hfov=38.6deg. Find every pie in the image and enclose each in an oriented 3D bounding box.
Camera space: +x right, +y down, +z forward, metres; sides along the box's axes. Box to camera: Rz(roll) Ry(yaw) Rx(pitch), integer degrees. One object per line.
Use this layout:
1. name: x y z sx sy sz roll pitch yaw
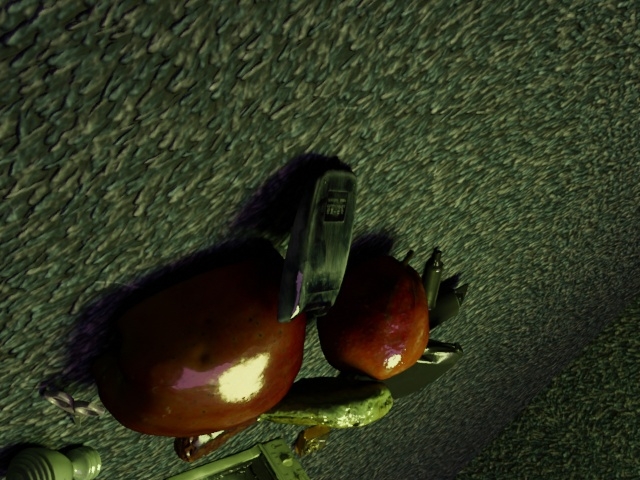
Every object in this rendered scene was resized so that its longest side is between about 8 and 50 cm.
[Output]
1. pie: 0.003 0.310 1.717 0.277 0.078 0.277 -6 -179 0

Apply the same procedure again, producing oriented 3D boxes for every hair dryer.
1. hair dryer: 0.266 0.099 2.033 0.196 0.078 0.248 -26 145 -26

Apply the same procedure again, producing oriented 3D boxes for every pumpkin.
1. pumpkin: -0.019 0.512 2.338 0.083 0.054 0.074 -14 140 -31

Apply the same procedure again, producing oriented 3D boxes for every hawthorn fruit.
1. hawthorn fruit: 0.111 0.133 1.755 0.224 0.224 0.260 -1 115 -50

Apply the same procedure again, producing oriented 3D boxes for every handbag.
1. handbag: 0.180 0.293 2.096 0.192 0.074 0.332 10 149 -18

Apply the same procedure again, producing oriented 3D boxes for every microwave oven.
1. microwave oven: -0.213 0.665 2.157 0.355 0.218 0.286 -10 141 -43

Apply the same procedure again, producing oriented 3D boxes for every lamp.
1. lamp: -0.461 0.401 1.583 0.106 0.106 0.193 -47 163 18

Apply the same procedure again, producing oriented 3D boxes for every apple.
1. apple: -0.194 0.177 1.530 0.365 0.295 0.328 -12 106 -43

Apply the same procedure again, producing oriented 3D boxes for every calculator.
1. calculator: 0.000 0.000 1.458 0.177 0.040 0.268 -5 106 -62

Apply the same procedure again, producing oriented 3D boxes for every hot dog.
1. hot dog: -0.194 0.345 1.808 0.227 0.099 0.160 -23 150 -31

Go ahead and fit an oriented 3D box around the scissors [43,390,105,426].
1. scissors: -0.404 0.285 1.513 0.189 0.100 0.015 116 -8 -64
